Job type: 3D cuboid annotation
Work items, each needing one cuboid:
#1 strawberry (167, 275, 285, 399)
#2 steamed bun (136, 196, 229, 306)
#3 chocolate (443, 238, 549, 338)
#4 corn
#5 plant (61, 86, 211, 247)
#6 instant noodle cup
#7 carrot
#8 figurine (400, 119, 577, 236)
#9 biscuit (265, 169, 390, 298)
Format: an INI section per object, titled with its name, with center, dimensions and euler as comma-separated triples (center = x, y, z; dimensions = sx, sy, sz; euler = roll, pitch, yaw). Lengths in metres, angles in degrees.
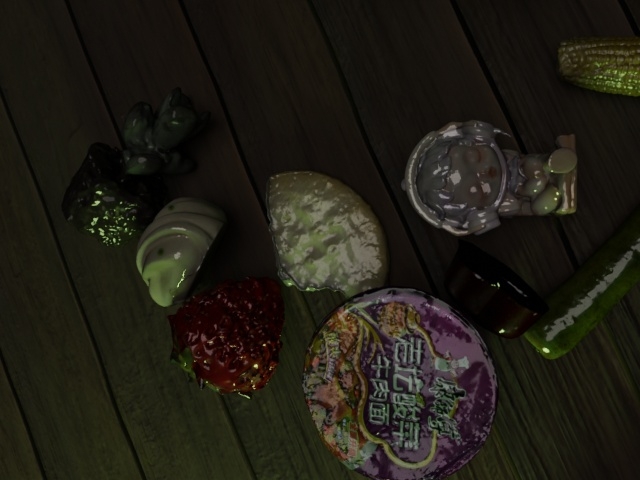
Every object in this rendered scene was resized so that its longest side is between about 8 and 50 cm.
[strawberry]
center = -0.131, 0.142, 0.967
dimensions = 0.184, 0.186, 0.201
euler = 30, 65, 26
[steamed bun]
center = -0.221, 0.008, 0.985
dimensions = 0.106, 0.183, 0.182
euler = 28, 99, -5
[chocolate]
center = 0.228, 0.069, 0.871
dimensions = 0.149, 0.125, 0.080
euler = 37, 105, 5
[corn]
center = 0.458, -0.226, 0.823
dimensions = 0.288, 0.086, 0.086
euler = 9, 93, 19
[plant]
center = -0.287, -0.120, 1.017
dimensions = 0.274, 0.149, 0.146
euler = -49, 40, 7
[instant noodle cup]
center = 0.122, 0.180, 0.872
dimensions = 0.251, 0.190, 0.251
euler = 0, 91, 18
[carrot]
center = 0.411, 0.016, 0.848
dimensions = 0.074, 0.074, 0.358
euler = 42, 99, 13
[figurine]
center = 0.223, -0.084, 0.863
dimensions = 0.237, 0.141, 0.162
euler = 5, 87, 17
[biscuit]
center = 0.000, 0.000, 0.987
dimensions = 0.265, 0.040, 0.188
euler = 46, 100, 12
